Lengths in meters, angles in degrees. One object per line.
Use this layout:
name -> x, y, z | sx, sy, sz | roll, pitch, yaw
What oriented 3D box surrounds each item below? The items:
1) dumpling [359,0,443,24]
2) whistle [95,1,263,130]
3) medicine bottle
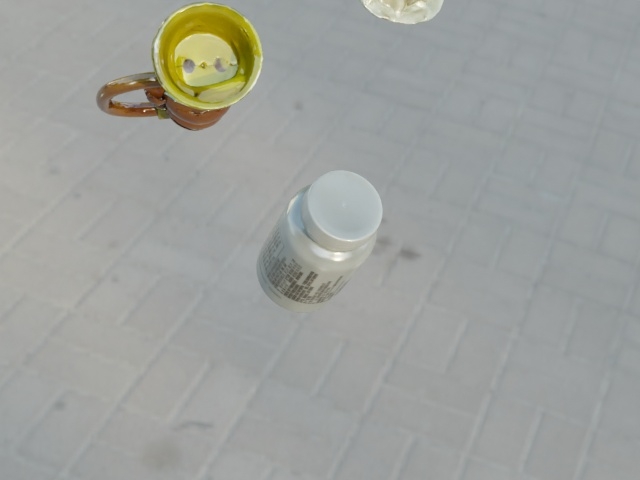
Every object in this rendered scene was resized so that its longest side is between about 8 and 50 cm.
dumpling -> 0.061, -0.193, 1.030 | 0.052, 0.057, 0.076 | 4, 16, 24
whistle -> -0.063, -0.064, 0.607 | 0.057, 0.109, 0.046 | -35, 90, -17
medicine bottle -> 0.000, 0.000, 1.117 | 0.079, 0.140, 0.079 | 7, 64, -15
